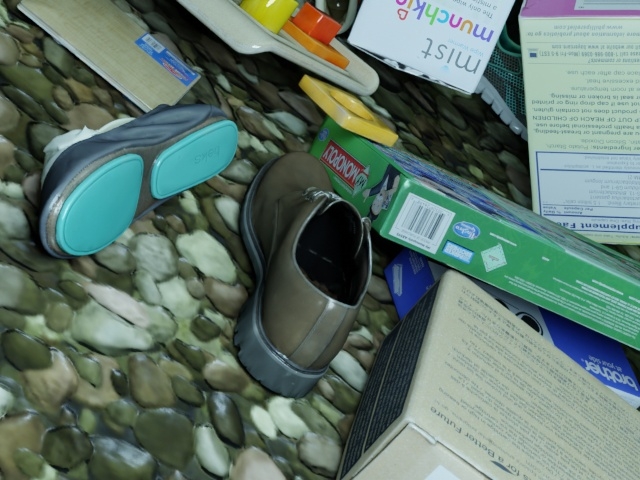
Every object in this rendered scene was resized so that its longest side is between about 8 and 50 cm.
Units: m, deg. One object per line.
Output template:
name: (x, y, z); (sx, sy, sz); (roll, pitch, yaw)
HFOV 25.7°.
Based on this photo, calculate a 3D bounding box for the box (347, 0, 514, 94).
box: (0.129, -0.275, 1.268); (0.126, 0.231, 0.262); (23, 17, -2)

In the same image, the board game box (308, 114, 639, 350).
board game box: (0.157, 0.007, 1.062); (0.317, 0.046, 0.213); (24, 8, -20)

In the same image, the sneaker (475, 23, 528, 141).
sneaker: (0.208, -0.161, 1.442); (0.166, 0.076, 0.065); (43, 29, 3)

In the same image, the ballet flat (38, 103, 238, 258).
ballet flat: (-0.129, -0.044, 0.877); (0.074, 0.074, 0.203); (45, 34, 6)

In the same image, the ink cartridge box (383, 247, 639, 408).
ink cartridge box: (0.149, 0.073, 1.072); (0.207, 0.046, 0.097); (22, 35, -32)

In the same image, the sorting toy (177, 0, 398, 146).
sorting toy: (-0.050, -0.193, 1.116); (0.347, 0.047, 0.196); (43, 17, 25)

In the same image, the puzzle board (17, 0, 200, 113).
puzzle board: (-0.154, -0.144, 1.035); (0.128, 0.011, 0.096); (40, 27, -5)

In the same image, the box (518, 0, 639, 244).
box: (0.259, -0.156, 1.267); (0.117, 0.243, 0.213); (3, 41, 16)

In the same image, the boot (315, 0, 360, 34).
boot: (0.027, -0.266, 1.293); (0.059, 0.158, 0.085); (11, 41, 3)

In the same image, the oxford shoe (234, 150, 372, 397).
oxford shoe: (0.000, 0.000, 0.938); (0.083, 0.096, 0.227); (27, 30, -22)

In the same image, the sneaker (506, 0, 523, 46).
sneaker: (0.259, -0.201, 1.556); (0.130, 0.087, 0.227); (6, 47, -50)

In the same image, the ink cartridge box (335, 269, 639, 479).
ink cartridge box: (0.136, 0.154, 0.897); (0.234, 0.088, 0.193); (38, 29, -6)
